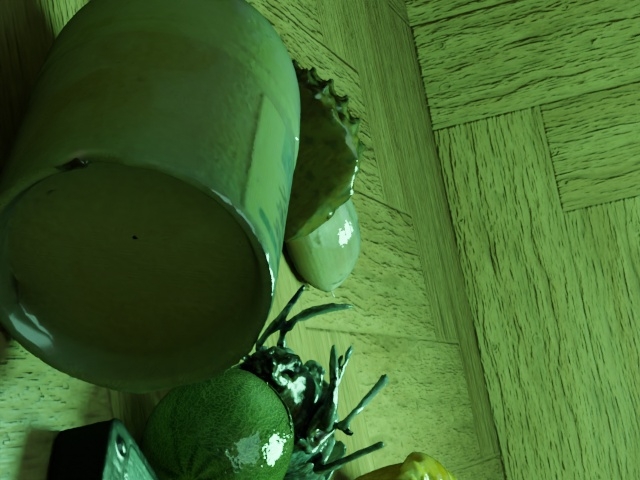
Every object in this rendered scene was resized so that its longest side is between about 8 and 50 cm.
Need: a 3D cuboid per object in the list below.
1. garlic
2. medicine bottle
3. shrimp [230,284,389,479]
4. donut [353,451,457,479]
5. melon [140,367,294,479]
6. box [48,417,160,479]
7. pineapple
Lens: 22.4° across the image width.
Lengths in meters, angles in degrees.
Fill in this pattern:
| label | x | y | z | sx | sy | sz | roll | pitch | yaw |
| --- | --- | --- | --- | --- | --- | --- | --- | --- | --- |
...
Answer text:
| label | x | y | z | sx | sy | sz | roll | pitch | yaw |
| --- | --- | --- | --- | --- | --- | --- | --- | --- | --- |
| garlic | 0.000 | 0.005 | 2.224 | 0.148 | 0.128 | 0.266 | -61 | 148 | -54 |
| medicine bottle | -0.136 | -0.089 | 1.387 | 0.406 | 0.236 | 0.236 | -83 | 156 | -52 |
| shrimp | -0.032 | 0.186 | 1.736 | 0.410 | 0.221 | 0.166 | 89 | 26 | -53 |
| donut | 0.131 | 0.444 | 2.185 | 0.299 | 0.150 | 0.317 | -70 | 145 | -67 |
| melon | -0.095 | 0.190 | 1.509 | 0.192 | 0.139 | 0.139 | -45 | 121 | -69 |
| box | -0.140 | 0.331 | 1.367 | 0.211 | 0.058 | 0.350 | -90 | 162 | -46 |
| pineapple | -0.052 | -0.132 | 1.925 | 0.362 | 0.202 | 0.202 | -95 | 169 | -74 |
